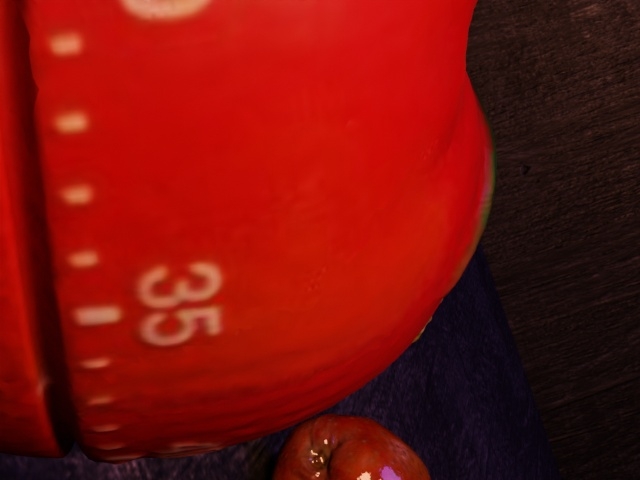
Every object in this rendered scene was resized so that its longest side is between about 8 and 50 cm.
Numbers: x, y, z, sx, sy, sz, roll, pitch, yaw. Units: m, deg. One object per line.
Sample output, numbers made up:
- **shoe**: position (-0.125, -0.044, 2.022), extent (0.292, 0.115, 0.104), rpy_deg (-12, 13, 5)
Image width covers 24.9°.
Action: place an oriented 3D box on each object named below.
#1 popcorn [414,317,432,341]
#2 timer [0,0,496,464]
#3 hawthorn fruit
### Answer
- **popcorn**: position (0.000, 0.000, 1.004), extent (0.198, 0.197, 0.213), rpy_deg (-93, -177, -50)
- **timer**: position (-0.084, -0.112, 0.511), extent (0.378, 0.279, 0.378), rpy_deg (177, -90, -83)
- **hawthorn fruit**: position (0.023, 0.182, 1.034), extent (0.128, 0.128, 0.128), rpy_deg (-18, 90, -78)
